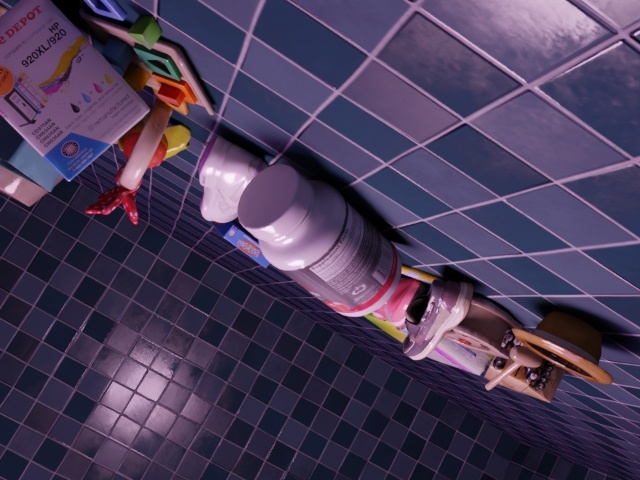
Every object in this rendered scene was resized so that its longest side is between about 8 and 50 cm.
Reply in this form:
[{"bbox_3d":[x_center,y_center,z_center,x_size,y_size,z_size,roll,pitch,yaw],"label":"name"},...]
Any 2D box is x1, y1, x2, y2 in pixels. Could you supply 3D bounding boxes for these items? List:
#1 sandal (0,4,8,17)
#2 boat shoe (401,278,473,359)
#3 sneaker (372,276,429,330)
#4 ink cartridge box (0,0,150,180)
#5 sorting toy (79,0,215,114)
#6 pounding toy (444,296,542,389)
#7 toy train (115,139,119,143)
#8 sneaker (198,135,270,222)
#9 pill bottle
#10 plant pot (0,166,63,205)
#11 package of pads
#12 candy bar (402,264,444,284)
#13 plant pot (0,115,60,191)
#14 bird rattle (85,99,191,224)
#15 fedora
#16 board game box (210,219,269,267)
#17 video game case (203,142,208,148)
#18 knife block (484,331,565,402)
[{"bbox_3d":[-0.656,-0.404,1.335,0.088,0.079,0.240,35,167,-25],"label":"sandal"},{"bbox_3d":[0.219,0.157,1.400,0.093,0.102,0.285,24,147,-2],"label":"boat shoe"},{"bbox_3d":[0.143,0.126,1.591,0.136,0.115,0.314,34,168,-8],"label":"sneaker"},{"bbox_3d":[-0.412,-0.235,1.063,0.232,0.171,0.168,49,172,-17],"label":"ink cartridge box"},{"bbox_3d":[-0.272,-0.267,1.070,0.196,0.047,0.347,27,169,14],"label":"sorting toy"},{"bbox_3d":[0.316,0.209,1.417,0.154,0.154,0.270,29,170,-20],"label":"pounding toy"},{"bbox_3d":[-0.427,-0.233,1.617,0.166,0.046,0.125,25,167,6],"label":"toy train"},{"bbox_3d":[-0.159,-0.092,1.346,0.152,0.114,0.305,21,164,0],"label":"sneaker"},{"bbox_3d":[0.000,0.000,1.236,0.176,0.176,0.318,18,164,45],"label":"pill bottle"},{"bbox_3d":[-0.742,-0.249,1.723,0.323,0.280,0.323,28,170,6],"label":"plant pot"},{"bbox_3d":[0.278,0.227,1.734,0.229,0.101,0.297,36,168,-23],"label":"package of pads"},{"bbox_3d":[0.211,0.075,1.446,0.162,0.018,0.040,20,165,38],"label":"candy bar"},{"bbox_3d":[-0.622,-0.263,1.475,0.166,0.234,0.165,26,168,15],"label":"plant pot"},{"bbox_3d":[-0.348,-0.161,1.282,0.143,0.253,0.207,32,145,-11],"label":"bird rattle"},{"bbox_3d":[0.432,0.177,1.188,0.194,0.079,0.194,31,175,3],"label":"fedora"},{"bbox_3d":[-0.231,-0.015,1.931,0.160,0.047,0.210,39,-179,-29],"label":"board game box"},{"bbox_3d":[-0.182,-0.158,1.415,0.087,0.011,0.122,24,167,28],"label":"video game case"},{"bbox_3d":[0.436,0.274,1.580,0.242,0.088,0.276,36,167,-27],"label":"knife block"}]
